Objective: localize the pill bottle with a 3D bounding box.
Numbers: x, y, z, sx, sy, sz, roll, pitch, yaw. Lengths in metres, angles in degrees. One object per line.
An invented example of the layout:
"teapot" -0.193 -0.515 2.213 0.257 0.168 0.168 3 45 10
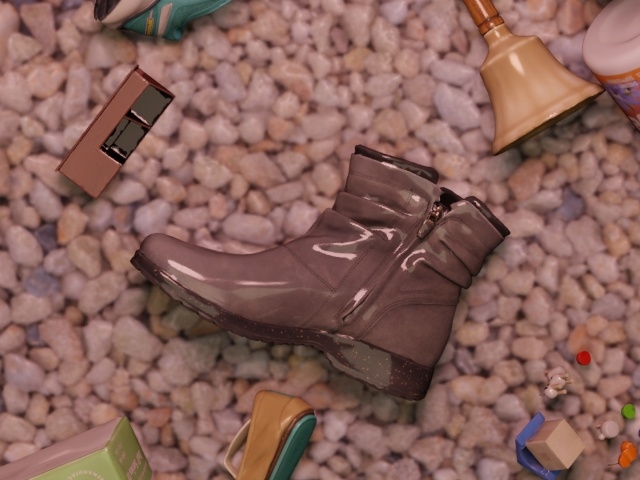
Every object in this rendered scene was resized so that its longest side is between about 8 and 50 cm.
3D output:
"pill bottle" 0.354 -0.137 1.459 0.121 0.121 0.216 -41 117 7

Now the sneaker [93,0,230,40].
"sneaker" -0.104 -0.277 1.428 0.110 0.107 0.275 20 145 -32

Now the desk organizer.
"desk organizer" -0.204 -0.108 1.531 0.050 0.047 0.130 37 99 -8

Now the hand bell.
"hand bell" 0.163 -0.217 1.490 0.126 0.126 0.242 -30 87 6

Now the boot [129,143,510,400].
"boot" 0.000 0.000 1.525 0.338 0.118 0.222 21 97 -14

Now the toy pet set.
"toy pet set" 0.259 0.195 1.582 0.114 0.065 0.122 -45 101 -27

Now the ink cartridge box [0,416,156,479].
"ink cartridge box" -0.227 0.389 1.580 0.207 0.119 0.353 -23 99 5

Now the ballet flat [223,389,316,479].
"ballet flat" -0.074 0.262 1.591 0.073 0.080 0.232 26 98 25
